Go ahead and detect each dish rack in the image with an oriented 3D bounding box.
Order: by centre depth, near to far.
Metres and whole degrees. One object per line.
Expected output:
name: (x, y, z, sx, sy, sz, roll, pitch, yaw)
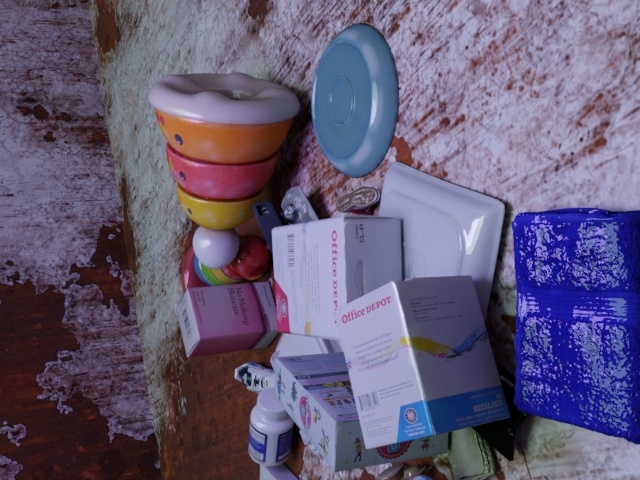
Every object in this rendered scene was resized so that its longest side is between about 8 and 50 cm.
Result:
dish rack: (-0.021, 0.318, 1.786, 0.333, 0.072, 0.285, 63, 143, 34)

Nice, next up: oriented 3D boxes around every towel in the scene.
towel: (0.350, 0.109, 1.062, 0.227, 0.076, 0.308, -1, 93, 62)
towel: (0.251, 0.344, 1.329, 0.110, 0.027, 0.148, -48, 53, 54)

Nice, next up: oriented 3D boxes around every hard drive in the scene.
hard drive: (-0.071, 0.024, 1.756, 0.172, 0.054, 0.255, 52, -173, -42)

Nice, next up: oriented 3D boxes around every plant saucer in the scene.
plant saucer: (0.057, -0.288, 1.589, 0.317, 0.043, 0.318, 14, 106, 61)

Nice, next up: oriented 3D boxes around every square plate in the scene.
square plate: (0.181, 0.058, 1.382, 0.344, 0.049, 0.347, 33, 120, 59)

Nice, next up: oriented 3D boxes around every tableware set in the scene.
tableware set: (0.131, 0.463, 1.456, 0.020, 0.141, 0.168, 61, 147, 5)

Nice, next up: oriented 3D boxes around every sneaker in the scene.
sneaker: (0.093, -0.079, 1.536, 0.118, 0.067, 0.042, -15, 74, 49)
sneaker: (-0.154, 0.373, 2.023, 0.237, 0.086, 0.085, 0, 92, 60)

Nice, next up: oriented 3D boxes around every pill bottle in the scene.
pill bottle: (-0.123, 0.467, 1.928, 0.112, 0.112, 0.187, 51, 142, 47)

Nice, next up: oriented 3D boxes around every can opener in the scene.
can opener: (0.000, 0.000, 1.718, 0.076, 0.095, 0.283, -44, 64, 32)

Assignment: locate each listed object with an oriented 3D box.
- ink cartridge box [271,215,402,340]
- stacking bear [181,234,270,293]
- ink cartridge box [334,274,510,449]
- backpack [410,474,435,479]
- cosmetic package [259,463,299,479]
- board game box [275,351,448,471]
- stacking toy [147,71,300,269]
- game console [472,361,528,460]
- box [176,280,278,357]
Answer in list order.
ink cartridge box: (0.026, 0.074, 1.487, 0.306, 0.131, 0.226, -4, 87, 61)
stacking bear: (-0.241, 0.056, 2.079, 0.289, 0.175, 0.164, -14, 85, 52)
ink cartridge box: (0.156, 0.189, 1.207, 0.171, 0.168, 0.233, -31, 67, 51)
backpack: (0.187, 0.537, 1.280, 0.253, 0.191, 0.225, 35, 136, 6)
cosmetic package: (-0.083, 0.656, 1.953, 0.239, 0.060, 0.099, 26, 114, 58)
board game box: (0.067, 0.303, 1.427, 0.303, 0.224, 0.098, -152, 63, -65)
stacking toy: (-0.238, -0.145, 1.843, 0.350, 0.350, 0.480, 39, 130, 53)
game console: (0.289, 0.271, 1.235, 0.107, 0.071, 0.122, -48, 41, -4)
box: (-0.241, 0.205, 2.003, 0.127, 0.232, 0.149, -53, 49, 50)
